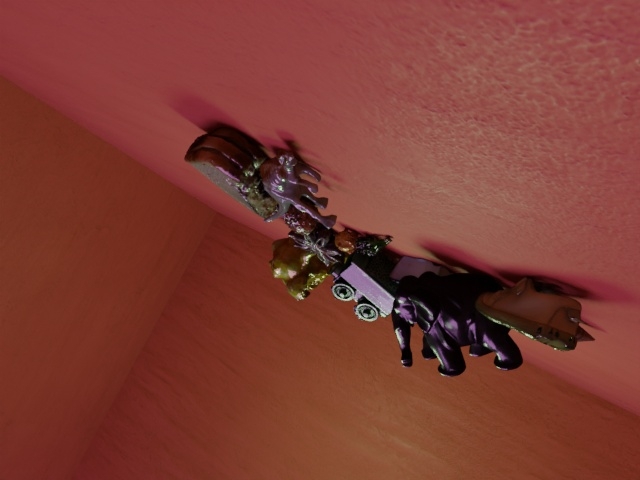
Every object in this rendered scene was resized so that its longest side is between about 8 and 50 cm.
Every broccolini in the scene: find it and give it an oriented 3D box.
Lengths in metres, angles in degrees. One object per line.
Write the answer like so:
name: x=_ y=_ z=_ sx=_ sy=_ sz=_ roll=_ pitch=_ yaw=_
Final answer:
broccolini: x=0.172 y=0.002 z=1.406 sx=0.074 sy=0.058 sz=0.201 roll=15 pitch=162 yaw=-18

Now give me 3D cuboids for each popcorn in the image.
popcorn: x=0.086 y=0.000 z=1.532 sx=0.082 sy=0.083 sz=0.057 roll=-12 pitch=160 yaw=26
popcorn: x=-0.068 y=0.080 z=2.101 sx=0.290 sy=0.321 sz=0.326 roll=43 pitch=162 yaw=19

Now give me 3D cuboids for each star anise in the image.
star anise: x=-0.001 y=0.000 z=1.786 sx=0.223 sy=0.109 sz=0.236 roll=36 pitch=157 yaw=-26

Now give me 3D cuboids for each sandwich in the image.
sandwich: x=-0.186 y=-0.151 z=1.158 sx=0.288 sy=0.100 sz=0.254 roll=39 pitch=166 yaw=-29

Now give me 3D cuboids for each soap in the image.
soap: x=0.323 y=0.121 z=1.450 sx=0.145 sy=0.091 sz=0.230 roll=29 pitch=173 yaw=-16

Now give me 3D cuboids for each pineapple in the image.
pineapple: x=-0.095 y=-0.100 z=1.385 sx=0.197 sy=0.108 sz=0.108 roll=38 pitch=170 yaw=-26

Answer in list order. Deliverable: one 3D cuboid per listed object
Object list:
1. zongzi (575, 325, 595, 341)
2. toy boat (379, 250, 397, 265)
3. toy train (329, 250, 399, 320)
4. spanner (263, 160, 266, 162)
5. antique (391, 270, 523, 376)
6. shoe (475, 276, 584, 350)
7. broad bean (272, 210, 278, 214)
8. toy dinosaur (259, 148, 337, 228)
zongzi: x=0.571 y=0.208 z=1.212 sx=0.178 sy=0.081 sz=0.189 roll=18 pitch=-178 yaw=-11
toy boat: x=0.234 y=0.109 z=1.719 sx=0.293 sy=0.108 sz=0.099 roll=46 pitch=-167 yaw=-54
toy train: x=0.162 y=0.149 z=1.605 sx=0.266 sy=0.145 sz=0.202 roll=40 pitch=132 yaw=-7
spanner: x=-0.178 y=-0.199 z=1.246 sx=0.093 sy=0.026 sz=0.325 roll=35 pitch=170 yaw=-36
antique: x=0.343 y=0.204 z=1.238 sx=0.322 sy=0.255 sz=0.185 roll=-13 pitch=-166 yaw=25
shoe: x=0.448 y=0.154 z=0.995 sx=0.140 sy=0.128 sz=0.262 roll=37 pitch=-178 yaw=-12
broad bean: x=-0.105 y=-0.098 z=1.553 sx=0.206 sy=0.072 sz=0.153 roll=27 pitch=-174 yaw=-6
toy dinosaur: x=-0.064 y=-0.107 z=1.090 sx=0.205 sy=0.092 sz=0.393 roll=31 pitch=165 yaw=-16
